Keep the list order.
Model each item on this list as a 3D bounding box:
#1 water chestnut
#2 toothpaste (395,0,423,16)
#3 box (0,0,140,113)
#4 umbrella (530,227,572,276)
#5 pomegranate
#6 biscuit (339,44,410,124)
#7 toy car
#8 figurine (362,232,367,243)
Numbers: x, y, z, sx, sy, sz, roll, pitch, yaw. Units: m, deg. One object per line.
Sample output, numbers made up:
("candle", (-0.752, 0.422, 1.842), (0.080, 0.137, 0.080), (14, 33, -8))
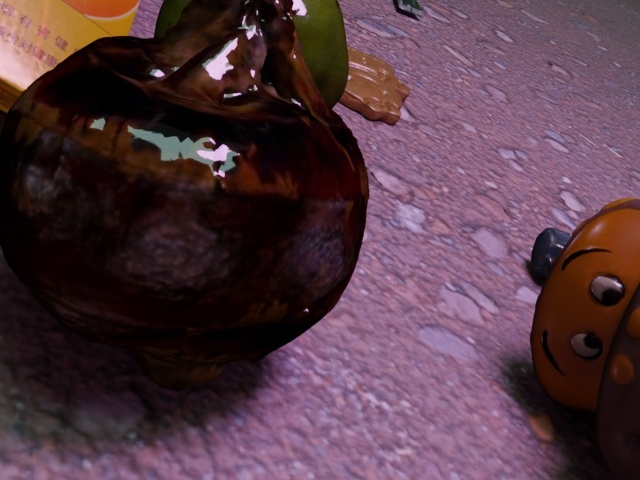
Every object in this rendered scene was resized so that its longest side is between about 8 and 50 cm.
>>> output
("water chestnut", (-0.079, -0.041, 0.482), (0.224, 0.238, 0.223), (16, 21, -7))
("toothpaste", (0.148, -0.456, 1.507), (0.049, 0.031, 0.204), (15, 33, -17))
("box", (-0.221, -0.219, 0.676), (0.152, 0.043, 0.269), (31, 52, -34))
("umbrella", (0.379, 0.050, 0.834), (0.349, 0.094, 0.143), (18, 26, -12))
("pomegranate", (-0.058, -0.171, 0.774), (0.182, 0.181, 0.224), (29, 8, 4))
("biscuit", (0.050, -0.206, 1.041), (0.134, 0.027, 0.184), (28, 30, -1))
("toy car", (0.328, 0.086, 0.614), (0.341, 0.271, 0.240), (6, 15, -37))
("figurine", (0.000, 0.000, 0.658), (0.064, 0.047, 0.109), (34, 21, 27))
